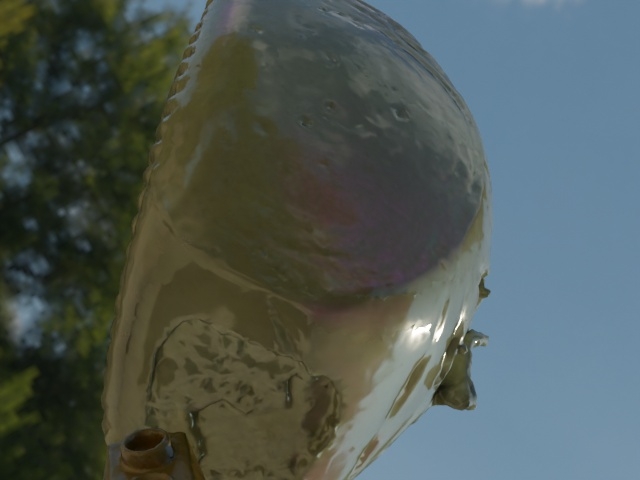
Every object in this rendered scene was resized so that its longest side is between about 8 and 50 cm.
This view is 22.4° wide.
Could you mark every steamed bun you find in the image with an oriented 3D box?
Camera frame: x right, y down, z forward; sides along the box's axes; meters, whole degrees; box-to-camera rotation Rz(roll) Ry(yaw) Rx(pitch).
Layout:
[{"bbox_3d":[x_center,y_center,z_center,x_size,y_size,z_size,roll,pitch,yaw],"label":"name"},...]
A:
[{"bbox_3d":[0.000,0.000,0.677,0.153,0.238,0.170,17,-55,-2],"label":"steamed bun"}]

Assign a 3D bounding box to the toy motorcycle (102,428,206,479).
[{"bbox_3d":[-0.036,0.124,0.439,0.229,0.094,0.129,-108,-173,-64],"label":"toy motorcycle"}]
